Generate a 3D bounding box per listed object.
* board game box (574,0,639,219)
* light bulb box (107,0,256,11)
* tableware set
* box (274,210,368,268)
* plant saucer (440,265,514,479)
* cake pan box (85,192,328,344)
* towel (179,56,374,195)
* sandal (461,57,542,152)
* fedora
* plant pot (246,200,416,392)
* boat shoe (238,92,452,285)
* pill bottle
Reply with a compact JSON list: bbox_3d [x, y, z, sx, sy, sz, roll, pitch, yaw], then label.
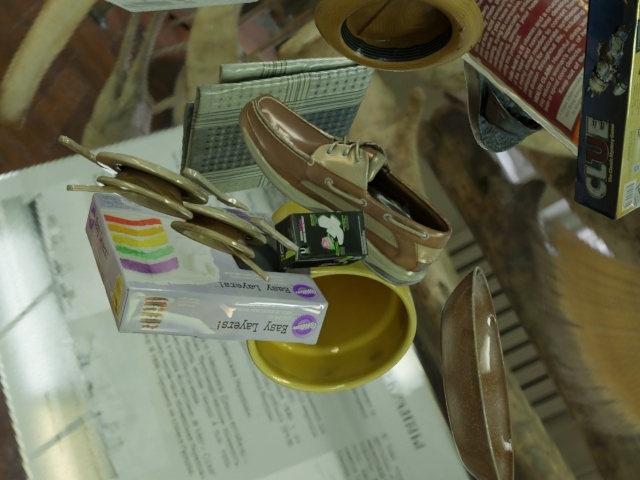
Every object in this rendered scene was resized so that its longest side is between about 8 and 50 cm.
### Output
[{"bbox_3d":[0.261,-0.154,0.671,0.042,0.165,0.243,34,-41,45],"label":"board game box"},{"bbox_3d":[-0.241,-0.528,1.290,0.361,0.225,0.358,-27,114,-79],"label":"light bulb box"},{"bbox_3d":[-0.108,-0.017,0.731,0.194,0.128,0.039,39,69,-61],"label":"tableware set"},{"bbox_3d":[0.000,0.000,0.997,0.083,0.062,0.052,-2,79,-21],"label":"box"},{"bbox_3d":[0.135,0.123,0.806,0.198,0.036,0.199,-10,90,-75],"label":"plant saucer"},{"bbox_3d":[-0.145,0.034,1.174,0.266,0.070,0.246,7,28,-26],"label":"cake pan box"},{"bbox_3d":[-0.089,-0.197,1.616,0.324,0.312,0.056,-13,62,-23],"label":"towel"},{"bbox_3d":[0.339,-0.260,1.626,0.107,0.167,0.446,38,-4,27],"label":"sandal"},{"bbox_3d":[0.088,-0.261,1.031,0.194,0.194,0.079,34,59,-50],"label":"fedora"},{"bbox_3d":[0.002,0.063,1.429,0.254,0.254,0.239,44,21,-36],"label":"plant pot"},{"bbox_3d":[0.039,-0.085,1.209,0.324,0.116,0.123,40,37,-4],"label":"boat shoe"},{"bbox_3d":[0.308,-0.290,1.231,0.392,0.224,0.224,48,14,25],"label":"pill bottle"}]
